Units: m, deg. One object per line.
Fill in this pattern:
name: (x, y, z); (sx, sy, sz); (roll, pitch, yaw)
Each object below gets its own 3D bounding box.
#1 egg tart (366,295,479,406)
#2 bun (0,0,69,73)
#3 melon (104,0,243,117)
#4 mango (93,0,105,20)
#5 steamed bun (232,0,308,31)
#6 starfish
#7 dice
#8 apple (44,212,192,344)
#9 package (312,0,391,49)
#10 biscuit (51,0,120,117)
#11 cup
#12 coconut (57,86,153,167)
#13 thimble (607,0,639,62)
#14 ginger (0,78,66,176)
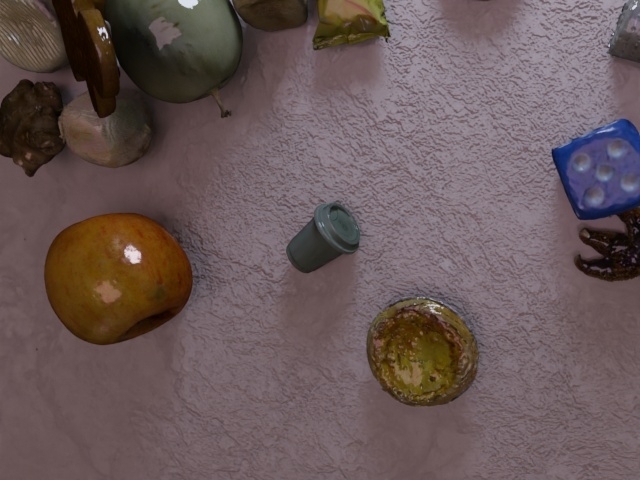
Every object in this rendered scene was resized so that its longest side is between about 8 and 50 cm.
egg tart: (0.208, 0.222, 1.398); (0.234, 0.094, 0.234); (4, 103, 20)
bun: (-0.625, -0.480, 1.532); (0.223, 0.127, 0.222); (7, 126, 10)
melon: (-0.289, -0.411, 1.358); (0.308, 0.272, 0.271); (40, 110, 10)
mango: (-0.479, -0.544, 1.471); (0.227, 0.109, 0.147); (27, 111, 14)
steamed bun: (-0.095, -0.510, 1.336); (0.141, 0.172, 0.155); (-1, 82, 8)
starfish: (0.590, 0.040, 1.256); (0.238, 0.071, 0.215); (4, 107, 28)
dice: (0.497, -0.123, 1.209); (0.143, 0.146, 0.146); (-23, 92, 19)
apple: (-0.435, 0.073, 1.483); (0.299, 0.299, 0.275); (-31, 75, 21)
package: (0.054, -0.480, 1.317); (0.168, 0.090, 0.226); (-5, 96, 17)
biscuit: (-0.430, -0.379, 1.297); (0.064, 0.432, 0.282); (-19, 121, -22)
cup: (0.000, 0.000, 1.417); (0.141, 0.120, 0.120); (-35, 88, 29)
coconut: (-0.447, -0.245, 1.484); (0.195, 0.194, 0.194); (3, 101, 18)
thimble: (0.552, -0.362, 1.171); (0.090, 0.102, 0.115); (22, 77, 14)
ginger: (-0.631, -0.250, 1.539); (0.270, 0.123, 0.218); (21, 94, 38)
